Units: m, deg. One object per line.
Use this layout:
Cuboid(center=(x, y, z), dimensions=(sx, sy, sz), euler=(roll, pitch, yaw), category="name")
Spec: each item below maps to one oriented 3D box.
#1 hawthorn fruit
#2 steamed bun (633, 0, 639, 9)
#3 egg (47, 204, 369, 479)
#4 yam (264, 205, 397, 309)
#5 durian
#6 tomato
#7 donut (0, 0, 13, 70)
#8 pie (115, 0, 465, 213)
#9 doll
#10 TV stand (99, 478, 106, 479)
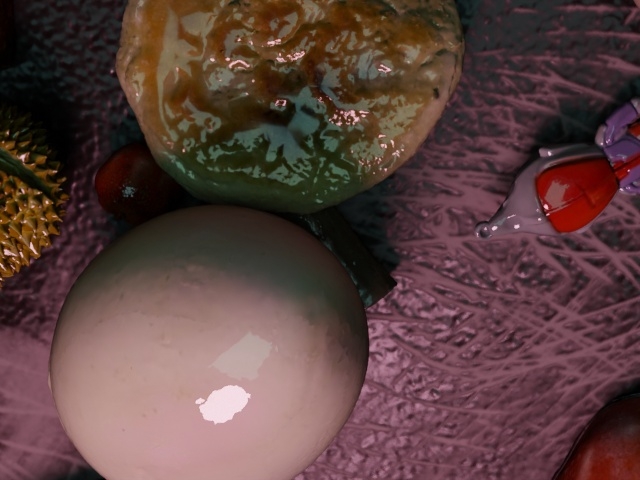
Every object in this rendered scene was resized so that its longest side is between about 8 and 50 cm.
Cuboid(center=(-0.182, -0.061, 1.283), dimensions=(0.093, 0.093, 0.093), euler=(2, 107, 7), category="hawthorn fruit")
Cuboid(center=(0.410, -0.313, 1.045), dimensions=(0.374, 0.241, 0.375), euler=(1, 104, 2), category="steamed bun")
Cuboid(center=(-0.099, 0.104, 1.189), dimensions=(0.283, 0.283, 0.345), euler=(51, 140, -9), category="egg")
Cuboid(center=(0.000, 0.000, 1.282), dimensions=(0.068, 0.068, 0.169), euler=(-37, 98, 16), category="yam")
Cuboid(center=(-0.336, -0.043, 1.284), dimensions=(0.237, 0.137, 0.194), euler=(-3, 106, 52), category="durian")
Cuboid(center=(0.328, 0.278, 1.284), dimensions=(0.180, 0.155, 0.214), euler=(18, 109, 6), category="tomato")
Cuboid(center=(-0.378, -0.258, 1.229), dimensions=(0.144, 0.126, 0.187), euler=(4, 107, -2), category="donut")
Cuboid(center=(-0.031, -0.172, 1.202), dimensions=(0.337, 0.075, 0.338), euler=(0, 90, 3), category="pie")
Cuboid(center=(0.251, -0.058, 1.228), dimensions=(0.227, 0.075, 0.102), euler=(-30, 111, 5), category="doll")
Cuboid(center=(-0.298, 0.335, 1.408), dimensions=(0.269, 0.088, 0.083), euler=(-18, 102, 12), category="TV stand")
